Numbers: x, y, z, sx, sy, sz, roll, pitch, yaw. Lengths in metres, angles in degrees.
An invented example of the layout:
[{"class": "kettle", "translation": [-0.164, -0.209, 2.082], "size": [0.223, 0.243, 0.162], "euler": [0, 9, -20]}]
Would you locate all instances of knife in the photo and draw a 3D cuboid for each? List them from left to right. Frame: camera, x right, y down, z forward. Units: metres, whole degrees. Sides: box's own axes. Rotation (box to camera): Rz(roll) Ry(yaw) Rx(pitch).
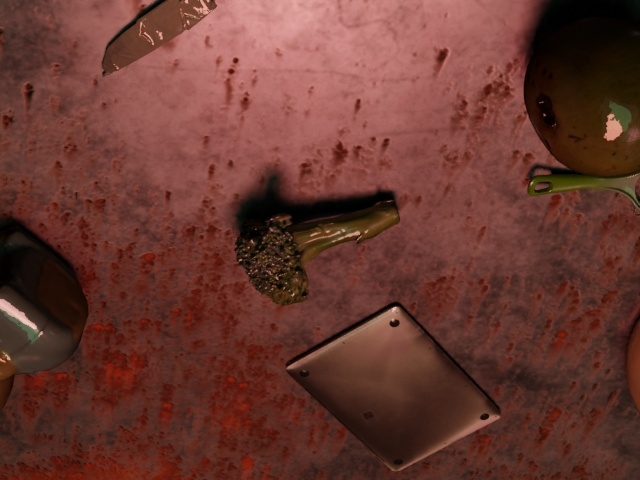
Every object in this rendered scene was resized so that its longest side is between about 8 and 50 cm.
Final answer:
[{"class": "knife", "translation": [-0.129, -0.258, 1.340], "size": [0.298, 0.017, 0.047], "euler": [-33, 129, 21]}, {"class": "knife", "translation": [0.327, -0.063, 1.516], "size": [0.166, 0.022, 0.078], "euler": [1, 122, -6]}]

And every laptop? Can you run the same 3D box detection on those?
[{"class": "laptop", "translation": [0.103, 0.208, 1.725], "size": [0.188, 0.015, 0.269], "euler": [-31, 124, 20]}]

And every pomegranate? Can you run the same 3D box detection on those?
[{"class": "pomegranate", "translation": [0.325, -0.159, 1.345], "size": [0.211, 0.179, 0.179], "euler": [-14, 128, 7]}]

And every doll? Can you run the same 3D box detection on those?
[{"class": "doll", "translation": [-0.413, 0.127, 1.533], "size": [0.261, 0.177, 0.161], "euler": [-36, 121, 18]}]

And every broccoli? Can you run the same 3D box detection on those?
[{"class": "broccoli", "translation": [0.000, 0.000, 1.507], "size": [0.204, 0.118, 0.122], "euler": [-21, 106, -3]}]

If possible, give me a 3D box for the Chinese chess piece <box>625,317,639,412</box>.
[{"class": "Chinese chess piece", "translation": [0.536, 0.161, 1.652], "size": [0.270, 0.112, 0.270], "euler": [-2, 129, -3]}]
